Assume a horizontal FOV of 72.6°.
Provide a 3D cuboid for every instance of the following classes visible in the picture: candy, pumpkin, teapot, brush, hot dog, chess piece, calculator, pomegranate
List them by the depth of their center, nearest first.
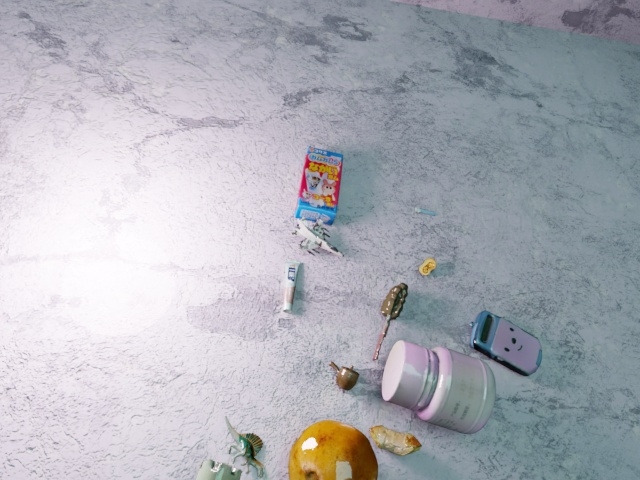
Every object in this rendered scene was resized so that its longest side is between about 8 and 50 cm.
[{"bbox_3d":[-0.307,0.751,1.141,0.194,0.195,0.299,17,51,-4],"label":"chess piece"},{"bbox_3d":[0.035,0.645,1.233,0.264,0.264,0.264,5,62,-10],"label":"pomegranate"},{"bbox_3d":[0.234,0.639,1.379,0.168,0.061,0.078,14,26,17],"label":"hot dog"},{"bbox_3d":[0.076,0.447,1.457,0.110,0.085,0.080,19,81,30],"label":"teapot"},{"bbox_3d":[0.240,0.287,1.560,0.071,0.084,0.301,26,66,0],"label":"brush"},{"bbox_3d":[0.688,0.379,1.625,0.293,0.051,0.173,29,62,3],"label":"calculator"},{"bbox_3d":[0.419,0.106,1.719,0.083,0.028,0.050,-38,74,-18],"label":"pumpkin"},{"bbox_3d":[-0.002,-0.223,1.756,0.157,0.100,0.306,12,60,-6],"label":"candy"}]

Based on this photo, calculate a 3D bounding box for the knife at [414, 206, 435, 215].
[{"bbox_3d":[0.445,-0.121,1.855,0.096,0.010,0.027,13,60,-9],"label":"knife"}]

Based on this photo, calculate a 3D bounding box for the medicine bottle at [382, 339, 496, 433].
[{"bbox_3d":[0.371,0.461,1.400,0.301,0.241,0.241,19,60,-3],"label":"medicine bottle"}]

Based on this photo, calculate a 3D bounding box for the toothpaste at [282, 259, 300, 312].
[{"bbox_3d":[-0.109,0.160,1.569,0.056,0.036,0.205,10,57,-8],"label":"toothpaste"}]

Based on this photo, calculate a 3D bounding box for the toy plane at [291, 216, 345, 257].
[{"bbox_3d":[-0.011,0.001,1.652,0.234,0.082,0.160,39,64,-13],"label":"toy plane"}]

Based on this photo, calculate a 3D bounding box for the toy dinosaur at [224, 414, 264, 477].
[{"bbox_3d":[-0.223,0.614,1.306,0.106,0.044,0.187,2,49,-27],"label":"toy dinosaur"}]
